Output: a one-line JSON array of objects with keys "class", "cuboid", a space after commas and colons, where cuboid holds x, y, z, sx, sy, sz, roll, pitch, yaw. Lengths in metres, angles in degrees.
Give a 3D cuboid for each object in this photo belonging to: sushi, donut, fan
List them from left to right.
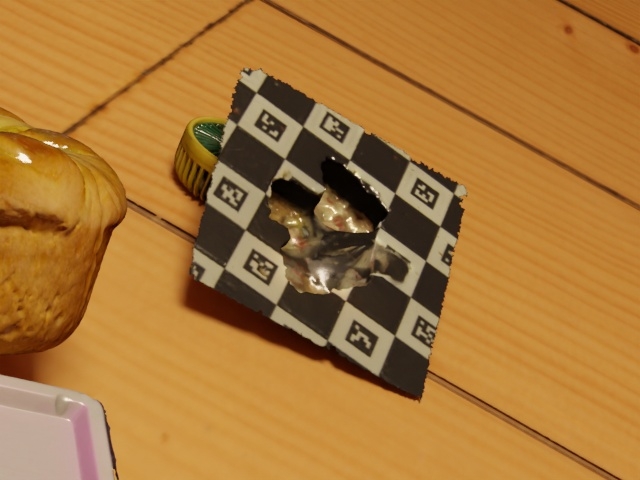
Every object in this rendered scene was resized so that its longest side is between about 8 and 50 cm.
[{"class": "donut", "cuboid": [-0.213, -0.019, 0.833, 0.226, 0.114, 0.226, 15, 6, -2]}, {"class": "fan", "cuboid": [-0.057, -0.065, 1.203, 0.082, 0.039, 0.155, 26, 25, -2]}, {"class": "sushi", "cuboid": [0.000, 0.000, 1.116, 0.193, 0.040, 0.210, 29, 43, -15]}]

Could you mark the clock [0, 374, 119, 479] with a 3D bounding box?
[{"class": "clock", "cuboid": [-0.161, 0.136, 0.715, 0.150, 0.063, 0.197, 15, 29, -24]}]
